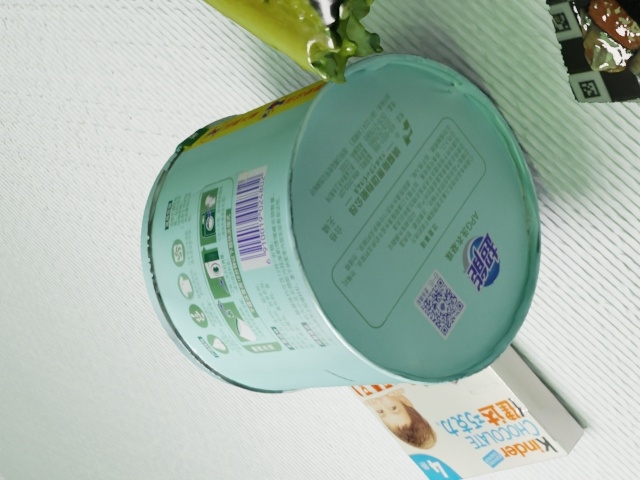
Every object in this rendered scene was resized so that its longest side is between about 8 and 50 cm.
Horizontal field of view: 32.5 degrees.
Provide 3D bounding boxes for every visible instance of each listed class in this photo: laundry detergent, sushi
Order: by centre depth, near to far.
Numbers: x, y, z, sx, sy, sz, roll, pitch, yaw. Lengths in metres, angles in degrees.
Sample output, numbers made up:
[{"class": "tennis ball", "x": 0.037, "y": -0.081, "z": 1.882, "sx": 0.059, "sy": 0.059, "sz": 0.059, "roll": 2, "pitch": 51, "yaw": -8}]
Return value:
[{"class": "sushi", "x": 0.220, "y": -0.183, "z": 0.833, "sx": 0.139, "sy": 0.031, "sz": 0.201, "roll": 7, "pitch": 131, "yaw": 45}, {"class": "laundry detergent", "x": 0.000, "y": 0.000, "z": 1.041, "sx": 0.305, "sy": 0.287, "sz": 0.287, "roll": -13, "pitch": 117, "yaw": 53}]

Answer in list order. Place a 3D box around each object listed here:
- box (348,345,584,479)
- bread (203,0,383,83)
[{"class": "box", "x": 0.134, "y": 0.165, "z": 1.294, "sx": 0.265, "sy": 0.048, "sz": 0.273, "roll": 48, "pitch": 146, "yaw": -4}, {"class": "bread", "x": -0.080, "y": -0.319, "z": 0.852, "sx": 0.377, "sy": 0.208, "sz": 0.251, "roll": 34, "pitch": 153, "yaw": 17}]
